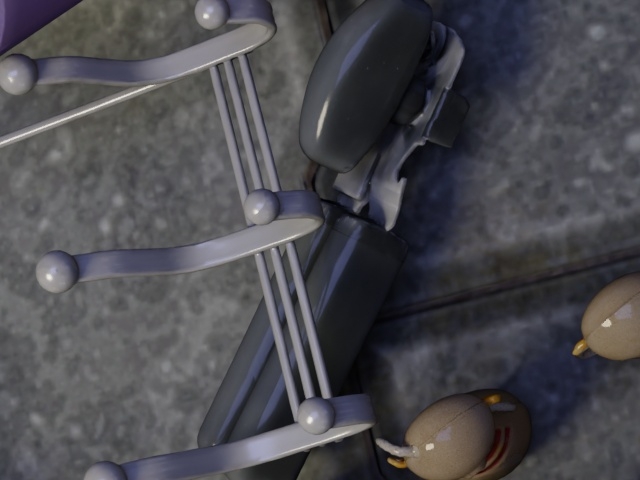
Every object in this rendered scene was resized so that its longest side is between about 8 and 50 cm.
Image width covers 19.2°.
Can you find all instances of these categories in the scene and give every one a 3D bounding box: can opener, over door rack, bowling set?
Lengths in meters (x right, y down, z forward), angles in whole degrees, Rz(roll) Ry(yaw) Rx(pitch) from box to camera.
[{"bbox_3d":[0.000,0.000,1.030,0.093,0.074,0.280,20,95,-26],"label":"can opener"},{"bbox_3d":[-0.144,0.035,1.002,0.324,0.108,0.240,-22,72,29],"label":"over door rack"},{"bbox_3d":[0.109,0.155,0.953,0.287,0.154,0.200,-37,77,9],"label":"bowling set"}]

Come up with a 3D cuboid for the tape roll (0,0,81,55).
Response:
[{"bbox_3d":[-0.197,-0.185,0.957,0.189,0.189,0.080,41,57,14],"label":"tape roll"}]
